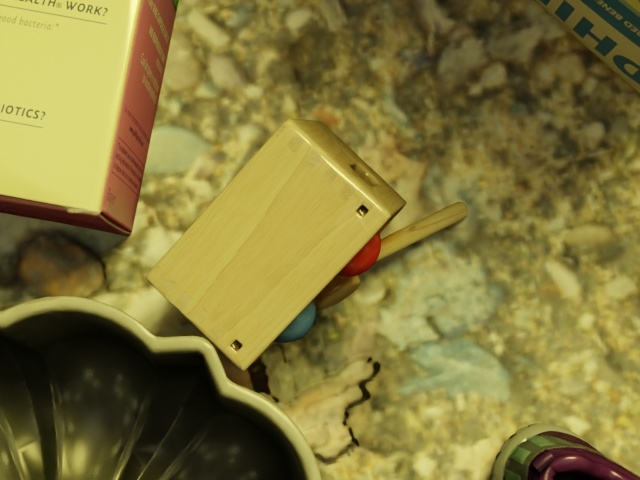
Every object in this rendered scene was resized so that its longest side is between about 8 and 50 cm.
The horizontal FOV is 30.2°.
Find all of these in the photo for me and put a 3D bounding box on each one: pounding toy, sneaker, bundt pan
[{"bbox_3d":[0.000,0.000,0.654,0.100,0.141,0.130,44,100,3],"label":"pounding toy"},{"bbox_3d":[0.193,0.185,0.645,0.223,0.098,0.083,33,85,2],"label":"sneaker"},{"bbox_3d":[-0.142,0.195,0.626,0.330,0.124,0.331,0,84,0],"label":"bundt pan"}]

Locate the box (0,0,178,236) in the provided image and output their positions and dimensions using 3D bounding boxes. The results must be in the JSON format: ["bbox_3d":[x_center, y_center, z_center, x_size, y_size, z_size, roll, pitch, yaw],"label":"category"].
[{"bbox_3d":[-0.194,-0.143,0.661,0.213,0.117,0.243,10,85,0],"label":"box"}]

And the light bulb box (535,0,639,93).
[{"bbox_3d":[0.152,-0.297,0.559,0.358,0.361,0.225,43,84,3],"label":"light bulb box"}]
